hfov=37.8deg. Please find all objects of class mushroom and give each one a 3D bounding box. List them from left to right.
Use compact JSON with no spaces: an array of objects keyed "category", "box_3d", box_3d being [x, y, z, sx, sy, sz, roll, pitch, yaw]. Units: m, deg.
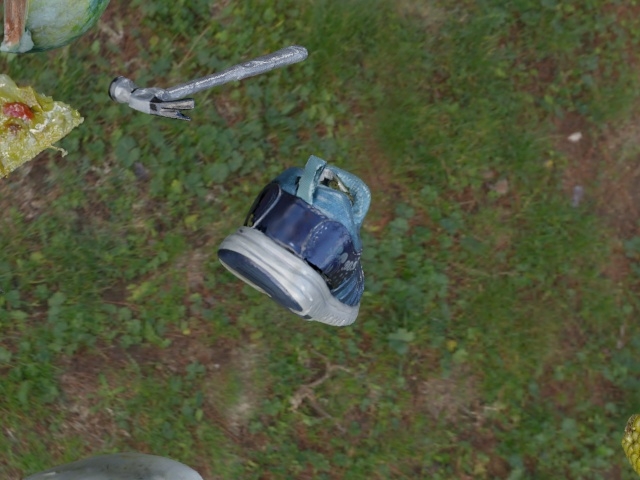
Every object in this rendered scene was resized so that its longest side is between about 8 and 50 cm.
[{"category":"mushroom","box_3d":[-0.258,0.290,1.006,0.270,0.118,0.103,-9,128,5]}]

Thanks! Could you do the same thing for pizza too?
[{"category":"pizza","box_3d":[-0.578,-0.250,1.806,0.288,0.075,0.280,-17,75,-51]}]

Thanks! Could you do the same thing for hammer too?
[{"category":"hammer","box_3d":[-0.172,-0.297,1.659,0.427,0.152,0.044,-33,137,-47]}]

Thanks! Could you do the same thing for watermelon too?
[{"category":"watermelon","box_3d":[-0.430,-0.399,1.479,0.180,0.305,0.224,50,60,-7]}]

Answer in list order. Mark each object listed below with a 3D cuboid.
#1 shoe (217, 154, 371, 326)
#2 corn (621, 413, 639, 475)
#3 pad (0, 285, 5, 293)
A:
[{"category":"shoe","box_3d":[0.000,0.000,0.675,0.091,0.207,0.106,32,88,12]},{"category":"corn","box_3d":[0.344,0.215,0.758,0.081,0.248,0.081,-12,119,-22]},{"category":"pad","box_3d":[-0.403,-0.032,1.001,0.004,0.190,0.127,-37,139,-11]}]
